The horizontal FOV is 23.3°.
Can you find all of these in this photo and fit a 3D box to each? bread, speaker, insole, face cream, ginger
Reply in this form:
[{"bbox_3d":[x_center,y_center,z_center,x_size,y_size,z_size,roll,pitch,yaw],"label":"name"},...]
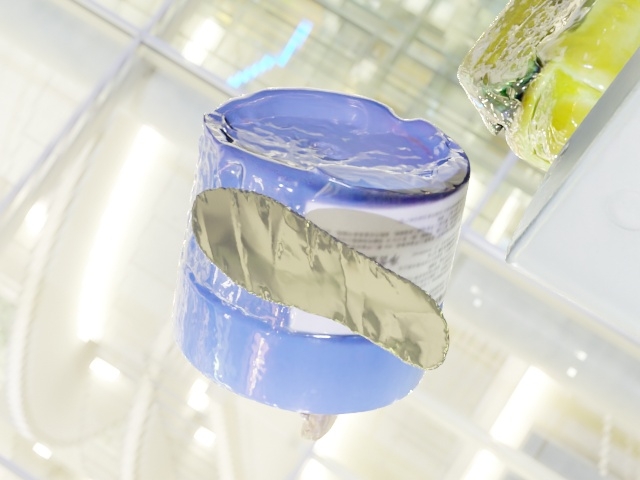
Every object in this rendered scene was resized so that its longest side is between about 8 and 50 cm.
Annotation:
[{"bbox_3d":[0.322,-0.224,1.596,0.376,0.208,0.251,-49,18,-21],"label":"bread"},{"bbox_3d":[0.325,-0.093,1.195,0.183,0.184,0.406,-55,-2,-46],"label":"speaker"},{"bbox_3d":[-0.006,0.018,0.971,0.003,0.232,0.080,-26,-54,-38],"label":"insole"},{"bbox_3d":[0.000,0.000,1.410,0.249,0.249,0.225,-39,-34,-59],"label":"face cream"},{"bbox_3d":[-0.014,0.128,1.652,0.069,0.173,0.051,-22,7,-8],"label":"ginger"}]
